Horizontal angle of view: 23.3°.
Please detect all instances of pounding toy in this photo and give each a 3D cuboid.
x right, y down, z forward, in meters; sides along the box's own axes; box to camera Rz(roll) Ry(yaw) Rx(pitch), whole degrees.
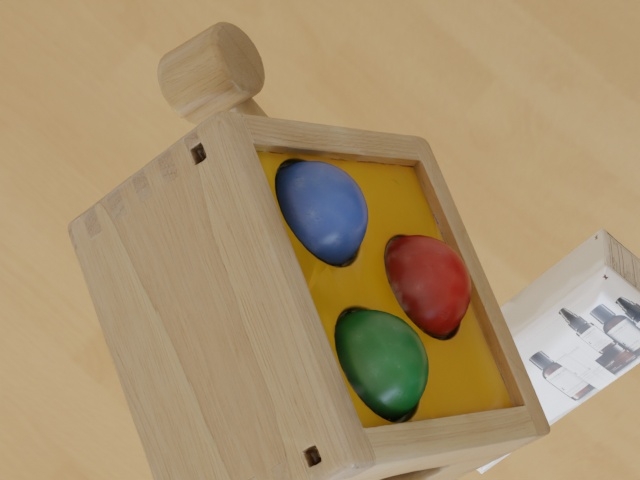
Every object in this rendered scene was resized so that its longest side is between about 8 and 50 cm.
[{"bbox_3d":[0.004,-0.005,0.591,0.094,0.181,0.206,-32,70,32],"label":"pounding toy"}]

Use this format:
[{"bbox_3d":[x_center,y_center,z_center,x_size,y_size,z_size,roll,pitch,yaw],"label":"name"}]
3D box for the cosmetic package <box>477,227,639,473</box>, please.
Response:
[{"bbox_3d":[0.189,0.100,1.339,0.099,0.060,0.239,38,121,-17],"label":"cosmetic package"}]
